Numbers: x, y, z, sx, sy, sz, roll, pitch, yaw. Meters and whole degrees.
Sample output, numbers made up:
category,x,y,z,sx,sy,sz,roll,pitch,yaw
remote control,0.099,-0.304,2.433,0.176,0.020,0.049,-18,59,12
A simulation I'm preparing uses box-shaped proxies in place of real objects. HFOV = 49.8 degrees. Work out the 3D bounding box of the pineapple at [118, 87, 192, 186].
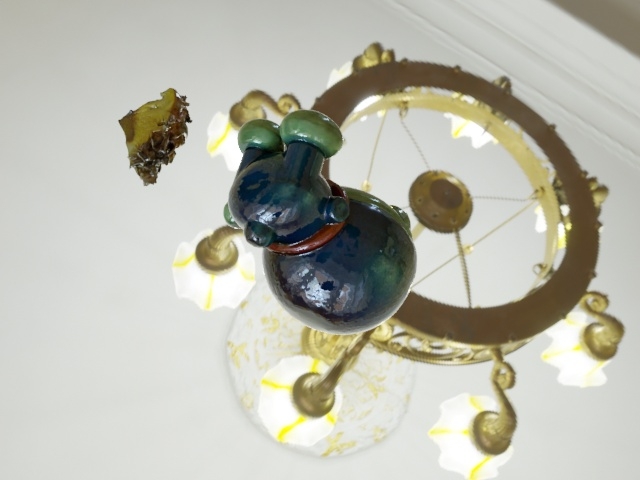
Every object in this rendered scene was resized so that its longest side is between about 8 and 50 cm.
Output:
category,x,y,z,sx,sy,sz,roll,pitch,yaw
pineapple,-0.188,-0.106,0.753,0.077,0.114,0.114,20,-138,-18

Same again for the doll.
category,x,y,z,sx,sy,sz,roll,pitch,yaw
doll,0.001,0.000,0.861,0.322,0.198,0.186,44,-122,-34
